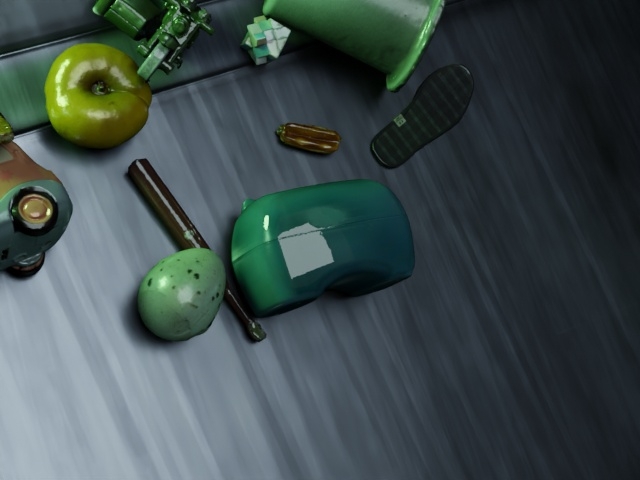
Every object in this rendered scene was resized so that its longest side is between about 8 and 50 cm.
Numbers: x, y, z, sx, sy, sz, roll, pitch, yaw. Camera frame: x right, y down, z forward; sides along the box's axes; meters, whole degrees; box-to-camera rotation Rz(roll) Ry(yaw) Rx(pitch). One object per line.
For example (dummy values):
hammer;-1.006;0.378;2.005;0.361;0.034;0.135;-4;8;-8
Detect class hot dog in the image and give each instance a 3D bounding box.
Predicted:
hot dog;-0.021;-0.185;1.884;0.122;0.037;0.049;12;81;-17

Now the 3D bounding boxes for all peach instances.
peach;-0.358;-0.231;1.691;0.179;0.103;0.179;9;70;-26

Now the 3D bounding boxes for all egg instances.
egg;-0.212;0.083;1.649;0.131;0.131;0.164;48;65;-6

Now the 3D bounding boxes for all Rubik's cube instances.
Rubik's cube;-0.105;-0.360;1.871;0.073;0.075;0.084;32;64;-17

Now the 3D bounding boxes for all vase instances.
vase;0.055;-0.430;1.902;0.291;0.245;0.245;21;66;-9

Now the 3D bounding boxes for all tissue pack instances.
tissue pack;0.000;0.000;1.740;0.288;0.198;0.206;-13;82;-27

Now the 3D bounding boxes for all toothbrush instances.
toothbrush;-0.202;0.019;1.727;0.041;0.041;0.364;-36;92;-30

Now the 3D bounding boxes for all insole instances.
insole;0.203;-0.244;2.024;0.309;0.012;0.110;-41;96;-30

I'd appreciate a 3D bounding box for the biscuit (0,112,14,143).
biscuit;-0.530;-0.172;1.529;0.131;0.237;0.026;-6;112;-24

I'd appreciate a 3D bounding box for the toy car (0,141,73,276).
toy car;-0.513;-0.048;1.524;0.271;0.180;0.212;-23;76;-29

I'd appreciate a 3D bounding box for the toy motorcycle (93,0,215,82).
toy motorcycle;-0.283;-0.377;1.722;0.205;0.127;0.275;38;21;-13
